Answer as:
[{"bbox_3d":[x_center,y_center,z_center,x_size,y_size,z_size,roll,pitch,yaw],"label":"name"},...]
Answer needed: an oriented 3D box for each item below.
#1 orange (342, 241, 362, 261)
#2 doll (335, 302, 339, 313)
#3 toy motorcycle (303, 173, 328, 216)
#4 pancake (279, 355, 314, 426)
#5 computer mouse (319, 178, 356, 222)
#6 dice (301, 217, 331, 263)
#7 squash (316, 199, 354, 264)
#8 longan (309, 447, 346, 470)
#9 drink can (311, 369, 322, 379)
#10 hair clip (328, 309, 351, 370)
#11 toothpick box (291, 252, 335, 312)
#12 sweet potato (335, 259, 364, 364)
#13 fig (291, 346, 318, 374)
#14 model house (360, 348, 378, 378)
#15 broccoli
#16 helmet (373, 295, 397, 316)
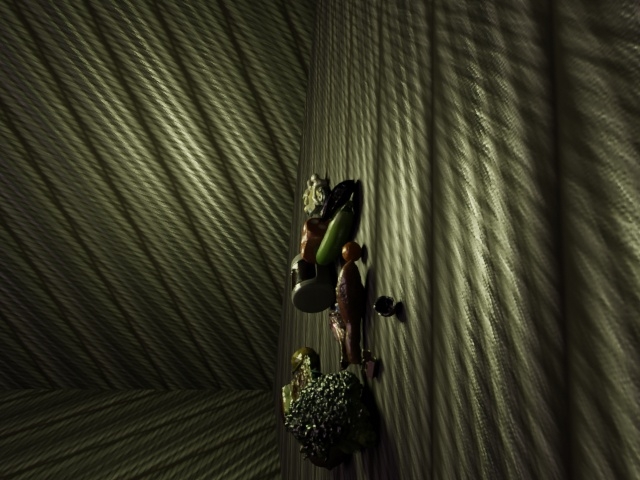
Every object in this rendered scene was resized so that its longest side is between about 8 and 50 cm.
[{"bbox_3d":[0.125,0.046,1.734,0.083,0.084,0.083,-176,90,-79],"label":"orange"},{"bbox_3d":[0.095,0.277,1.857,0.099,0.058,0.142,34,121,52],"label":"doll"},{"bbox_3d":[-0.032,-0.268,2.540,0.341,0.108,0.222,141,124,-66],"label":"toy motorcycle"},{"bbox_3d":[-0.094,0.711,1.973,0.304,0.067,0.427,-68,16,3],"label":"pancake"},{"bbox_3d":[0.063,-0.175,1.897,0.241,0.078,0.146,-53,-16,9],"label":"computer mouse"},{"bbox_3d":[0.000,0.000,2.150,0.179,0.174,0.174,-95,13,-55],"label":"dice"},{"bbox_3d":[0.072,-0.020,1.943,0.394,0.107,0.107,112,159,-43],"label":"squash"},{"bbox_3d":[0.025,0.818,1.751,0.189,0.189,0.189,-176,90,-79],"label":"longan"},{"bbox_3d":[-0.047,0.770,2.235,0.118,0.118,0.204,118,154,-64],"label":"drink can"},{"bbox_3d":[0.088,0.402,1.755,0.300,0.069,0.172,-108,10,-62],"label":"hair clip"},{"bbox_3d":[-0.038,0.193,2.215,0.316,0.229,0.228,-97,16,-51],"label":"toothpick box"},{"bbox_3d":[0.116,0.266,1.656,0.109,0.109,0.384,155,113,-77],"label":"sweet potato"},{"bbox_3d":[-0.103,0.652,2.341,0.245,0.149,0.149,2,-88,-76],"label":"fig"},{"bbox_3d":[0.163,0.413,1.474,0.058,0.057,0.083,-113,30,-76],"label":"model house"},{"bbox_3d":[0.041,0.632,1.540,0.280,0.294,0.348,58,-172,-11],"label":"broccoli"},{"bbox_3d":[0.208,0.208,1.340,0.065,0.049,0.084,-54,34,-13],"label":"helmet"}]
